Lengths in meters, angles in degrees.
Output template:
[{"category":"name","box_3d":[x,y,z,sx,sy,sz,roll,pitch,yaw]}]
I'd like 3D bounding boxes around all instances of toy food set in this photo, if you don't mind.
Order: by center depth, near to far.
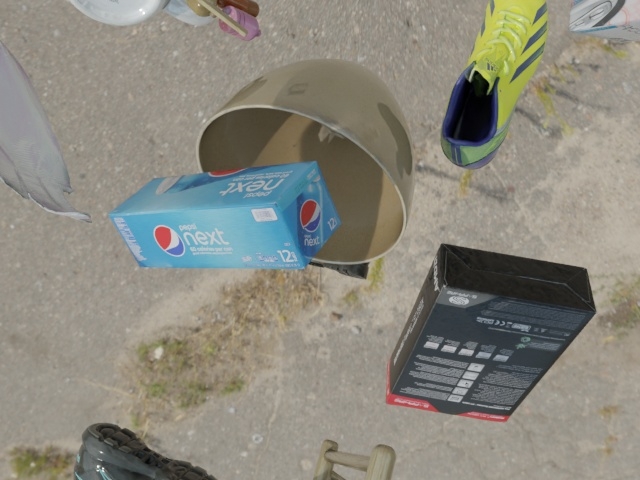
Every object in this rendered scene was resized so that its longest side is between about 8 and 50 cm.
[{"category":"toy food set","box_3d":[-0.076,-0.185,0.495,0.078,0.122,0.019,34,119,-19]}]

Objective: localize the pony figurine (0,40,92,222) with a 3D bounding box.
[{"category":"pony figurine","box_3d":[-0.302,-0.182,0.396,0.364,0.350,0.303,-14,162,-15]}]

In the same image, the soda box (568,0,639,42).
[{"category":"soda box","box_3d":[0.200,-0.218,0.388,0.058,0.063,0.183,-1,98,-32]}]

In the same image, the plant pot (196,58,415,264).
[{"category":"plant pot","box_3d":[0.006,-0.130,0.858,0.284,0.191,0.284,18,148,12]}]

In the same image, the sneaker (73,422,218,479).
[{"category":"sneaker","box_3d":[-0.250,0.376,0.969,0.267,0.101,0.106,25,90,12]}]

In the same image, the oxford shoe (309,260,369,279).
[{"category":"oxford shoe","box_3d":[0.000,0.000,1.153,0.227,0.083,0.096,13,84,34]}]

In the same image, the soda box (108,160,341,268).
[{"category":"soda box","box_3d":[-0.092,-0.020,0.594,0.210,0.071,0.067,-1,125,35]}]

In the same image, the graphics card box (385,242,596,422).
[{"category":"graphics card box","box_3d":[0.258,0.169,1.069,0.233,0.094,0.371,10,140,-1]}]

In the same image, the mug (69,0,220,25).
[{"category":"mug","box_3d":[-0.339,-0.554,1.222,0.276,0.328,0.374,-32,140,32]}]

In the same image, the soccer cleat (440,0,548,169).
[{"category":"soccer cleat","box_3d":[0.237,-0.237,0.870,0.093,0.121,0.289,18,88,24]}]

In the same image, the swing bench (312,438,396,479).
[{"category":"swing bench","box_3d":[0.023,0.324,0.549,0.165,0.254,0.253,34,161,2]}]
